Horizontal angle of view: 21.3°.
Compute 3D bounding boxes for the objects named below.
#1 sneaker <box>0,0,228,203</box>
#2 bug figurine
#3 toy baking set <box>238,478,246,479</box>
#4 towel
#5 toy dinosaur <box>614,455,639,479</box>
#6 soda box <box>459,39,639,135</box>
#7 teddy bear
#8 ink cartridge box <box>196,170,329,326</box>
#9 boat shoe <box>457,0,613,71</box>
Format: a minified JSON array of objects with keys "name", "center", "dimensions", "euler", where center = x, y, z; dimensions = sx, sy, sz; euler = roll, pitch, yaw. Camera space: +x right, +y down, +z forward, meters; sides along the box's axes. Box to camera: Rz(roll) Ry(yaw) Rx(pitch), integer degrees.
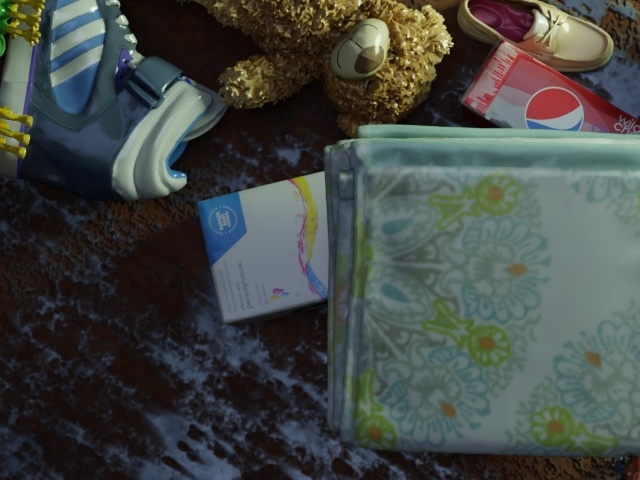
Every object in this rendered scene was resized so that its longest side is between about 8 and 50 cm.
[{"name":"sneaker","center":[-0.209,-0.197,1.817],"dimensions":[0.236,0.130,0.322],"euler":[9,77,-5]},{"name":"bug figurine","center":[-0.365,-0.169,1.742],"dimensions":[0.072,0.279,0.216],"euler":[12,93,-30]},{"name":"toy baking set","center":[-0.127,0.372,1.772],"dimensions":[0.256,0.030,0.196],"euler":[-25,81,3]},{"name":"towel","center":[0.188,0.051,1.679],"dimensions":[0.374,0.090,0.320],"euler":[2,101,5]},{"name":"toy dinosaur","center":[0.306,0.243,1.720],"dimensions":[0.047,0.090,0.082],"euler":[12,40,-2]},{"name":"soda box","center":[0.274,-0.102,1.755],"dimensions":[0.263,0.092,0.083],"euler":[33,90,8]},{"name":"teddy bear","center":[-0.027,-0.254,1.785],"dimensions":[0.245,0.113,0.338],"euler":[-30,76,-12]},{"name":"ink cartridge box","center":[0.000,0.000,1.780],"dimensions":[0.231,0.078,0.134],"euler":[-14,83,4]},{"name":"boat shoe","center":[0.224,-0.221,1.792],"dimensions":[0.170,0.059,0.063],"euler":[15,85,8]}]
